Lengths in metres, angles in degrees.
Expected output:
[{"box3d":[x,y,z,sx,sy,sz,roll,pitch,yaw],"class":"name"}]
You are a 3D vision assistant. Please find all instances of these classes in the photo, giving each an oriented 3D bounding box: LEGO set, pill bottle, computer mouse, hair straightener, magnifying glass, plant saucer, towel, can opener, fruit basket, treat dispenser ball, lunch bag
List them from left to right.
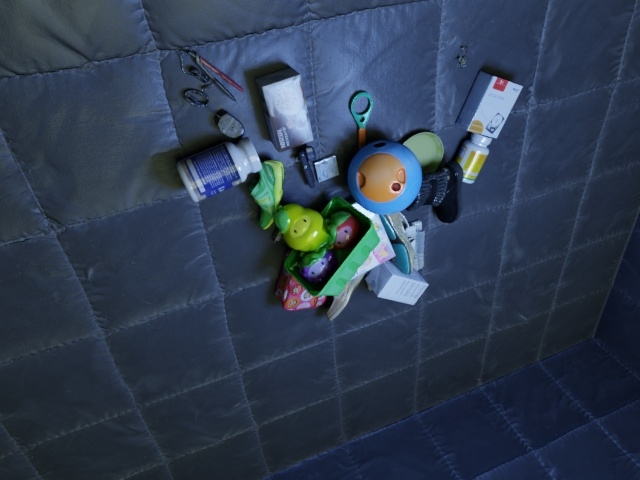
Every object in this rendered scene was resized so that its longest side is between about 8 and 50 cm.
[{"box3d":[-0.358,-0.518,1.609,0.230,0.047,0.089,31,105,-38],"class":"hair straightener"},{"box3d":[-0.356,-0.426,1.688,0.242,0.041,0.071,37,93,-32],"class":"computer mouse"},{"box3d":[-0.347,-0.251,1.733,0.264,0.153,0.153,-25,130,-8],"class":"pill bottle"},{"box3d":[-0.049,-0.276,1.923,0.073,0.059,0.186,-1,133,12],"class":"can opener"},{"box3d":[-0.048,0.163,2.203,0.258,0.120,0.293,-2,122,-31],"class":"lunch bag"},{"box3d":[0.000,0.000,1.926,0.392,0.283,0.392,-23,133,-27],"class":"fruit basket"},{"box3d":[0.158,-0.458,1.927,0.092,0.026,0.231,-17,126,-16],"class":"magnifying glass"},{"box3d":[0.249,-0.244,1.946,0.288,0.288,0.288,-13,127,-18],"class":"treat dispenser ball"},{"box3d":[0.354,0.076,2.377,0.324,0.056,0.312,-21,129,-13],"class":"towel"},{"box3d":[0.407,-0.349,2.116,0.240,0.037,0.241,-14,128,-19],"class":"plant saucer"},{"box3d":[0.553,-0.711,1.950,0.054,0.023,0.083,3,108,-31],"class":"LEGO set"},{"box3d":[0.657,-0.365,2.177,0.117,0.117,0.208,5,119,-29],"class":"pill bottle"}]

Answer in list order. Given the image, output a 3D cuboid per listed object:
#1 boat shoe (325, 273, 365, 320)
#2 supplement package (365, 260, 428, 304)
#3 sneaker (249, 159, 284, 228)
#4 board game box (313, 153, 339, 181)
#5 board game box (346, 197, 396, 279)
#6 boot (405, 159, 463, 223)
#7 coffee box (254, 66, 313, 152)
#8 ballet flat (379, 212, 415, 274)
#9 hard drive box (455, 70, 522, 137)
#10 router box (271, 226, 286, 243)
[{"box3d":[0.103,0.218,2.326,0.110,0.121,0.341,31,104,1],"class":"boat shoe"},{"box3d":[0.359,0.195,2.353,0.244,0.139,0.134,17,115,-34],"class":"supplement package"},{"box3d":[-0.209,-0.179,1.904,0.123,0.109,0.296,11,125,-1],"class":"sneaker"},{"box3d":[0.023,-0.285,1.980,0.090,0.020,0.090,-21,129,-10],"class":"board game box"},{"box3d":[0.158,-0.015,2.151,0.242,0.064,0.317,-28,114,-6],"class":"board game box"},{"box3d":[0.481,-0.171,2.187,0.260,0.131,0.348,-29,135,-17],"class":"boot"},{"box3d":[-0.123,-0.451,1.739,0.141,0.098,0.247,-21,129,-12],"class":"coffee box"},{"box3d":[0.357,-0.015,2.223,0.123,0.123,0.349,-29,106,-5],"class":"ballet flat"},{"box3d":[0.696,-0.561,2.078,0.181,0.089,0.232,4,120,-29],"class":"hard drive box"},{"box3d":[-0.136,-0.045,2.058,0.092,0.038,0.122,10,117,-32],"class":"router box"}]
